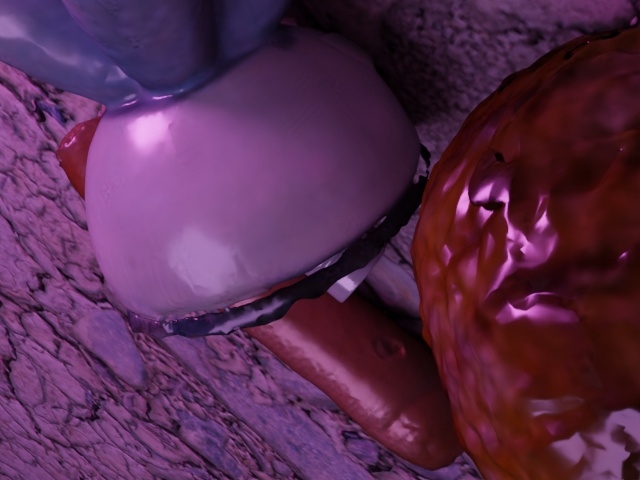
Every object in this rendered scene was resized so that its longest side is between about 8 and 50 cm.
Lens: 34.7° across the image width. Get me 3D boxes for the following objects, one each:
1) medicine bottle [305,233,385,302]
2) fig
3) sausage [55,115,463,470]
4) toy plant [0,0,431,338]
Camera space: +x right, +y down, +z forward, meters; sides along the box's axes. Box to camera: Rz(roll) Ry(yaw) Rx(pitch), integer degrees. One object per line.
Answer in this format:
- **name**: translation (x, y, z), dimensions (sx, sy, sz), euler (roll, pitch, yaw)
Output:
- **medicine bottle**: translation (0.000, 0.000, 0.800), dimensions (0.089, 0.057, 0.057), euler (40, 145, 1)
- **fig**: translation (0.227, -0.017, 0.453), dimensions (0.286, 0.286, 0.369), euler (42, 116, -4)
- **sausage**: translation (-0.042, 0.038, 0.853), dimensions (0.419, 0.094, 0.094), euler (39, 130, 1)
- **toy plant**: translation (-0.093, -0.137, 0.601), dimensions (0.247, 0.247, 0.332), euler (-1, 125, 43)
